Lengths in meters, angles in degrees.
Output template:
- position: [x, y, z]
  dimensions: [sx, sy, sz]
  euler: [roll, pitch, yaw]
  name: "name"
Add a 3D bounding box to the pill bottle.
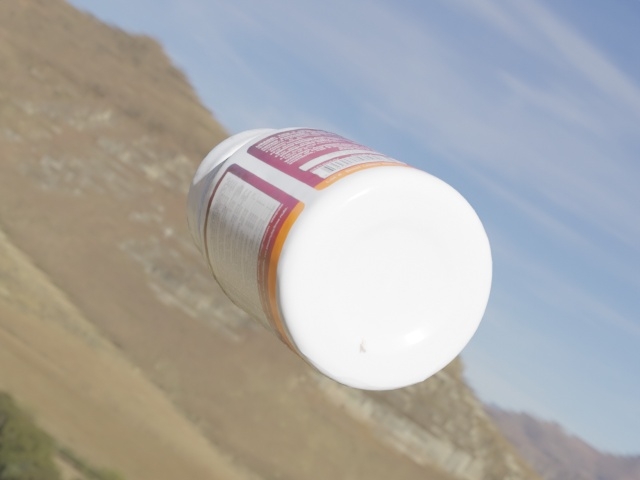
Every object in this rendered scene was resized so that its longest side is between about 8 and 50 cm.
- position: [0.000, 0.000, 0.910]
  dimensions: [0.121, 0.121, 0.221]
  euler: [36, -2, -24]
  name: "pill bottle"
